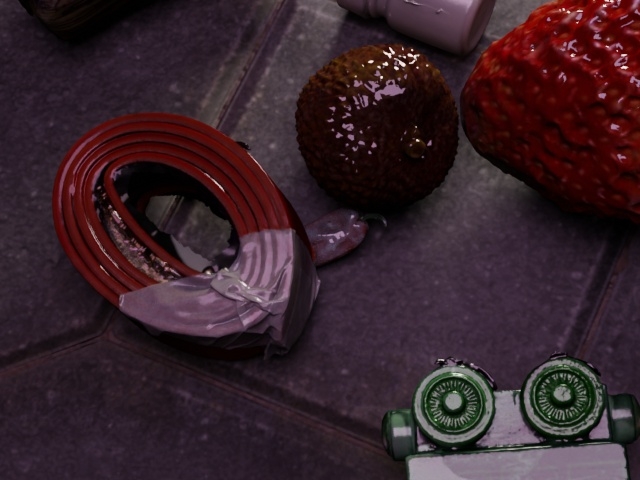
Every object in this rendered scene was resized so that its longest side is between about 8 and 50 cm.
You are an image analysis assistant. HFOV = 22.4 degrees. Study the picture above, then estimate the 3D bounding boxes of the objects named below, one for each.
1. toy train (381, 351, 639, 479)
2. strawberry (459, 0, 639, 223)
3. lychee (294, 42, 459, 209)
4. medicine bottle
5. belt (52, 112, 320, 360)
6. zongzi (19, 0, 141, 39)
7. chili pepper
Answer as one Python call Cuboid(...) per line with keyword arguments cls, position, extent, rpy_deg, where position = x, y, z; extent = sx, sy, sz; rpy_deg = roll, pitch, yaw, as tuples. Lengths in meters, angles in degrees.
Cuboid(cls="toy train", position=(0.198, 0.225, 1.646), extent=(0.266, 0.145, 0.202), rpy_deg=(-5, 70, 3))
Cuboid(cls="strawberry", position=(0.332, -0.146, 1.724), extent=(0.310, 0.292, 0.291), rpy_deg=(-19, 67, -11))
Cuboid(cls="lychee", position=(0.059, -0.123, 1.787), extent=(0.194, 0.194, 0.194), rpy_deg=(-2, 67, 4))
Cuboid(cls="medicine bottle", position=(0.114, -0.291, 1.893), extent=(0.168, 0.105, 0.105), rpy_deg=(24, 71, 14))
Cuboid(cls="belt", position=(-0.140, -0.003, 1.768), extent=(0.324, 0.115, 0.227), rpy_deg=(36, 84, 21))
Cuboid(cls="zongzi", position=(-0.171, -0.327, 1.916), extent=(0.317, 0.154, 0.289), rpy_deg=(29, 80, 10))
Cuboid(cls="chili pepper", position=(0.001, 0.001, 1.813), extent=(0.153, 0.041, 0.050), rpy_deg=(-27, 46, 10))
